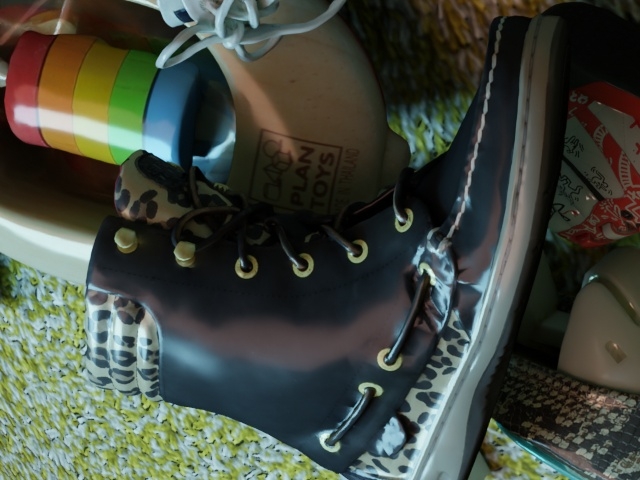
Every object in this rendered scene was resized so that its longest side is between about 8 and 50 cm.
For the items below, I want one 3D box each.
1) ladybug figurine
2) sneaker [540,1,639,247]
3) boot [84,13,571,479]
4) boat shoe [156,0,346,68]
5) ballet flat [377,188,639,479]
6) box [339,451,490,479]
[{"bbox_3d":[-0.140,-0.117,1.252,0.449,0.162,0.305,18,114,14],"label":"ladybug figurine"},{"bbox_3d":[0.238,-0.034,1.090,0.270,0.090,0.145,38,145,19],"label":"sneaker"},{"bbox_3d":[0.000,0.000,1.084,0.284,0.138,0.377,17,125,8],"label":"boot"},{"bbox_3d":[-0.067,-0.181,1.058,0.367,0.156,0.136,14,177,9],"label":"boat shoe"},{"bbox_3d":[0.150,0.062,1.237,0.483,0.164,0.182,23,118,32],"label":"ballet flat"},{"bbox_3d":[0.077,0.196,1.481,0.102,0.087,0.101,-7,119,50],"label":"box"}]
